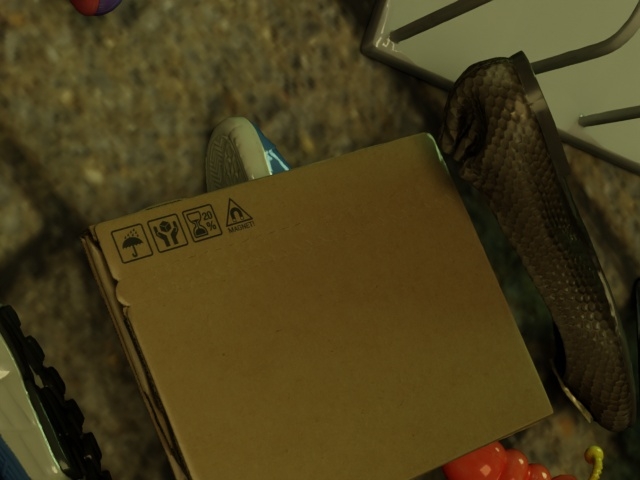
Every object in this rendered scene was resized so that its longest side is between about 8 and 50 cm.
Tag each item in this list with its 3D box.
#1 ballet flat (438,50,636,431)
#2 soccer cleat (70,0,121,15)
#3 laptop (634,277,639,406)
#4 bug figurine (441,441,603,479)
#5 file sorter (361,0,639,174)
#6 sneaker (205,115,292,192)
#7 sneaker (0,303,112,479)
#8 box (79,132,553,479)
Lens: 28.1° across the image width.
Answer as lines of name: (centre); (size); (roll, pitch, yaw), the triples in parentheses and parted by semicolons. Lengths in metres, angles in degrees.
ballet flat: (0.120, 0.012, 0.691); (0.058, 0.084, 0.250); (-21, 124, 6)
soccer cleat: (-0.104, -0.237, 0.640); (0.095, 0.083, 0.248); (-6, 87, -25)
laptop: (0.390, 0.245, 0.761); (0.408, 0.236, 0.382); (36, 49, -42)
bug figurine: (0.032, 0.179, 0.610); (0.216, 0.072, 0.279); (25, 50, -5)
file sorter: (0.203, -0.152, 0.701); (0.278, 0.173, 0.192); (21, 81, -19)
sneaker: (0.000, 0.000, 0.681); (0.085, 0.058, 0.152); (-19, 83, -32)
sneaker: (-0.192, 0.095, 0.584); (0.147, 0.130, 0.330); (-29, 95, -5)
box: (0.005, 0.044, 0.619); (0.201, 0.021, 0.164); (-18, 80, -32)
